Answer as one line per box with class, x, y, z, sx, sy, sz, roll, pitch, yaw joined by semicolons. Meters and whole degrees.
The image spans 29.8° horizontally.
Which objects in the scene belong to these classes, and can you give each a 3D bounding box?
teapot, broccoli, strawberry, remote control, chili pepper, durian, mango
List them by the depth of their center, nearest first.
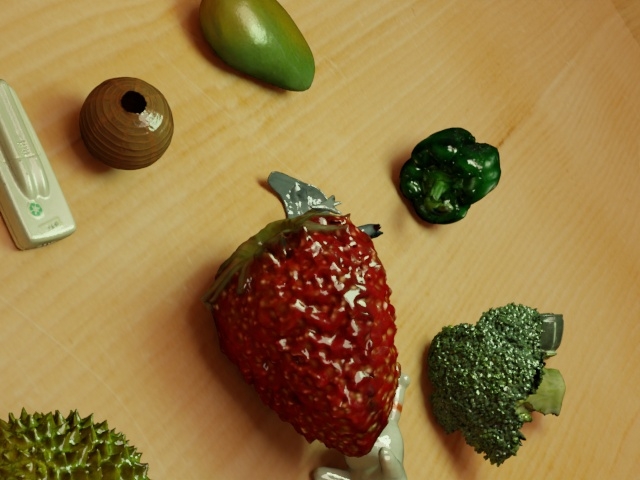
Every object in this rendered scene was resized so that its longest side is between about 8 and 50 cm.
durian;-0.298;0.294;1.378;0.237;0.176;0.200;23;30;-25
remote control;-0.401;-0.103;1.598;0.090;0.049;0.230;-20;85;-50
strawberry;0.004;0.129;1.754;0.343;0.292;0.292;59;37;-12
mango;-0.099;-0.347;2.049;0.251;0.114;0.156;25;43;-37
broccoli;0.342;0.233;2.145;0.361;0.221;0.252;-18;89;-63
chili pepper;0.233;-0.117;2.241;0.165;0.174;0.261;56;32;0
teapot;0.443;0.189;2.367;0.124;0.092;0.091;3;82;-42

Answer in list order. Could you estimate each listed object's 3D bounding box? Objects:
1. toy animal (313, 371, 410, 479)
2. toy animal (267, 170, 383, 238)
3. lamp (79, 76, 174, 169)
toy animal;0.073;0.333;1.806;0.138;0.140;0.282;23;55;-54
toy animal;0.000;0.000;1.981;0.255;0.176;0.239;-11;69;-16
lamp;-0.276;-0.167;1.716;0.136;0.136;0.136;28;49;-36
